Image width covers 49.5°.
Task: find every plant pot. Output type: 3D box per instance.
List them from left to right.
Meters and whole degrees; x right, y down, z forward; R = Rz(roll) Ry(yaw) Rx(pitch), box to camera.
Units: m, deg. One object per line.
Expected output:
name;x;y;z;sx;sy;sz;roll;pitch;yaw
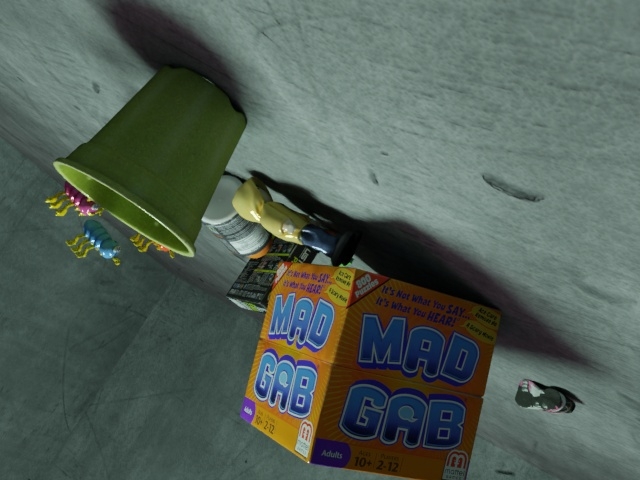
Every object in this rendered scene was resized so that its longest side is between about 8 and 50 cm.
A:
plant pot;-0.269;-0.152;1.209;0.276;0.254;0.276;29;165;9

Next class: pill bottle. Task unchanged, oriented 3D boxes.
pill bottle;-0.196;-0.044;1.674;0.130;0.131;0.246;25;164;26

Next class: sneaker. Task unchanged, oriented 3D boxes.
sneaker;0.561;0.403;1.734;0.077;0.072;0.178;25;174;-19

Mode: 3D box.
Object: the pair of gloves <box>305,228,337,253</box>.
pair of gloves;0.000;0.000;1.522;0.074;0.083;0.010;47;142;41

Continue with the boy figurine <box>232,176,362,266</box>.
boy figurine;-0.055;-0.041;1.465;0.285;0.092;0.177;30;-168;20

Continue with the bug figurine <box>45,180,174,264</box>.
bug figurine;-0.403;-0.041;1.369;0.216;0.072;0.279;45;-164;12

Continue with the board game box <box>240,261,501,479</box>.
board game box;0.095;0.263;1.451;0.356;0.357;0.356;17;173;-26

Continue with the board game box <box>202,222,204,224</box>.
board game box;-0.307;-0.071;1.983;0.141;0.048;0.170;17;160;41

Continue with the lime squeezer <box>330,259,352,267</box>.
lime squeezer;0.055;0.106;1.809;0.109;0.059;0.310;26;164;23

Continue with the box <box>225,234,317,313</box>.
box;-0.120;0.076;1.746;0.060;0.216;0.270;38;164;-20
